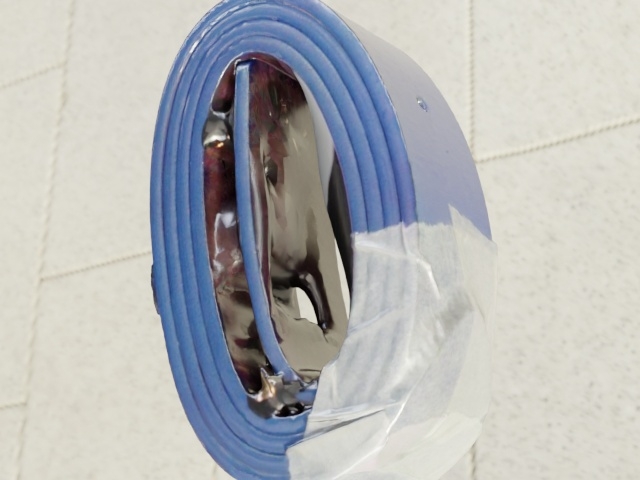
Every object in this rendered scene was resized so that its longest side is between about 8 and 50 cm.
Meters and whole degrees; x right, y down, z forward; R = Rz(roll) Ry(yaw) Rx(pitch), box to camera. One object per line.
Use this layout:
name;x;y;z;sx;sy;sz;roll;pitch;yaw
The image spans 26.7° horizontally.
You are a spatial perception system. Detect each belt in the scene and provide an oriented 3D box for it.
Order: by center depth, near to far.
belt;0.000;0.000;0.909;0.212;0.117;0.347;-20;67;28
